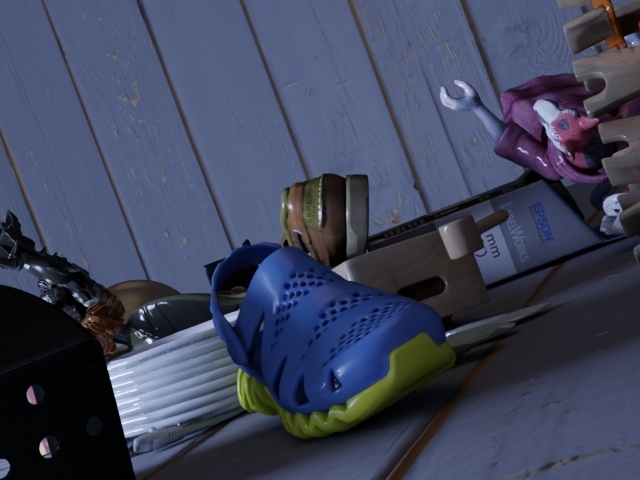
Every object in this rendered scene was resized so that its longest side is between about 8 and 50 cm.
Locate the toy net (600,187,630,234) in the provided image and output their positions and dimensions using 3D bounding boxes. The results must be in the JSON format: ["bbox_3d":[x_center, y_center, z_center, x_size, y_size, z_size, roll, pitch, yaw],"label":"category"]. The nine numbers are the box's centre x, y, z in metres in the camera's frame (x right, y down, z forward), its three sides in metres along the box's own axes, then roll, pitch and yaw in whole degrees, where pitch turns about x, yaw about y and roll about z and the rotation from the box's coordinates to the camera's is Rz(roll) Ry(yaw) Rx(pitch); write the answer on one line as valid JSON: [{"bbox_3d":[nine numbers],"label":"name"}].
[{"bbox_3d":[0.380,-0.054,1.419,0.232,0.045,0.122,-16,22,-42],"label":"toy net"}]

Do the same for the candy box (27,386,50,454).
[{"bbox_3d":[-0.336,0.197,1.543,0.053,0.109,0.187,-21,1,7],"label":"candy box"}]

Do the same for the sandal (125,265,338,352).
[{"bbox_3d":[-0.079,0.103,1.458,0.303,0.120,0.086,-11,7,6],"label":"sandal"}]

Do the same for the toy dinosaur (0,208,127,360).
[{"bbox_3d":[-0.309,0.080,1.504,0.218,0.164,0.322,26,-20,-20],"label":"toy dinosaur"}]

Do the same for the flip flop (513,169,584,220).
[{"bbox_3d":[0.298,-0.032,1.815,0.080,0.112,0.277,-38,-5,39],"label":"flip flop"}]

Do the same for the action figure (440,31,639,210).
[{"bbox_3d":[0.312,-0.119,1.525,0.248,0.275,0.370,-20,8,16],"label":"action figure"}]

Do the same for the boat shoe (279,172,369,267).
[{"bbox_3d":[0.000,0.000,1.495,0.104,0.110,0.307,0,-26,-1],"label":"boat shoe"}]

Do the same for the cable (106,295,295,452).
[{"bbox_3d":[-0.121,0.132,1.272,0.257,0.089,0.257,-21,1,-18],"label":"cable"}]

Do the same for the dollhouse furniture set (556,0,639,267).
[{"bbox_3d":[0.334,-0.108,1.172,0.135,0.262,0.259,-18,-30,16],"label":"dollhouse furniture set"}]

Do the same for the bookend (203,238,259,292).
[{"bbox_3d":[-0.153,0.098,1.862,0.157,0.156,0.072,-21,1,-4],"label":"bookend"}]

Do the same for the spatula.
[{"bbox_3d":[0.070,0.102,1.104,0.242,0.019,0.168,-20,2,31],"label":"spatula"}]

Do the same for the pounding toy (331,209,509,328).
[{"bbox_3d":[0.114,0.039,1.203,0.181,0.094,0.206,-18,-5,-15],"label":"pounding toy"}]

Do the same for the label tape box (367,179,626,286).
[{"bbox_3d":[0.228,-0.011,1.571,0.334,0.106,0.240,-21,2,2],"label":"label tape box"}]

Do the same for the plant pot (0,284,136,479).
[{"bbox_3d":[-0.248,0.146,0.927,0.188,0.187,0.167,-21,13,-42],"label":"plant pot"}]

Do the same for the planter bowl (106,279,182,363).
[{"bbox_3d":[-0.247,0.149,1.682,0.162,0.162,0.109,-20,27,6],"label":"planter bowl"}]

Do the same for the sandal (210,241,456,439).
[{"bbox_3d":[-0.011,0.068,0.965,0.126,0.138,0.317,-26,8,-25],"label":"sandal"}]
